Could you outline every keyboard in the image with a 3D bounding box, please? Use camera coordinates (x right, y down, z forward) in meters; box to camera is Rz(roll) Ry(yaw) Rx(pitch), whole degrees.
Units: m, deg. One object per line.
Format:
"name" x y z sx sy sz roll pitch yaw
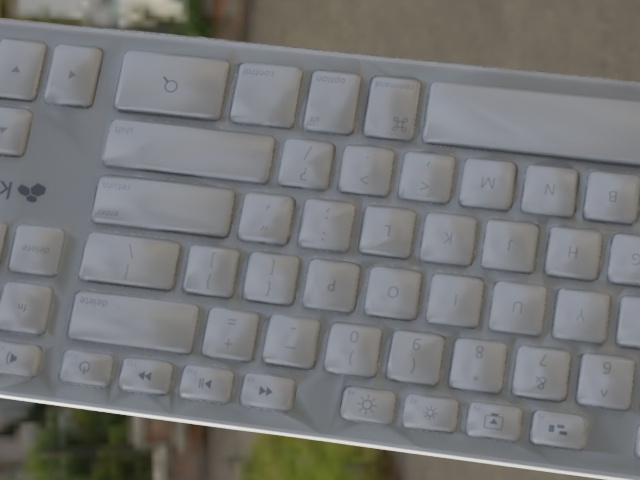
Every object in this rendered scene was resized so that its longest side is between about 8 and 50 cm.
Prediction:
"keyboard" 0.000 0.000 0.358 0.014 0.256 0.072 56 -138 -75
